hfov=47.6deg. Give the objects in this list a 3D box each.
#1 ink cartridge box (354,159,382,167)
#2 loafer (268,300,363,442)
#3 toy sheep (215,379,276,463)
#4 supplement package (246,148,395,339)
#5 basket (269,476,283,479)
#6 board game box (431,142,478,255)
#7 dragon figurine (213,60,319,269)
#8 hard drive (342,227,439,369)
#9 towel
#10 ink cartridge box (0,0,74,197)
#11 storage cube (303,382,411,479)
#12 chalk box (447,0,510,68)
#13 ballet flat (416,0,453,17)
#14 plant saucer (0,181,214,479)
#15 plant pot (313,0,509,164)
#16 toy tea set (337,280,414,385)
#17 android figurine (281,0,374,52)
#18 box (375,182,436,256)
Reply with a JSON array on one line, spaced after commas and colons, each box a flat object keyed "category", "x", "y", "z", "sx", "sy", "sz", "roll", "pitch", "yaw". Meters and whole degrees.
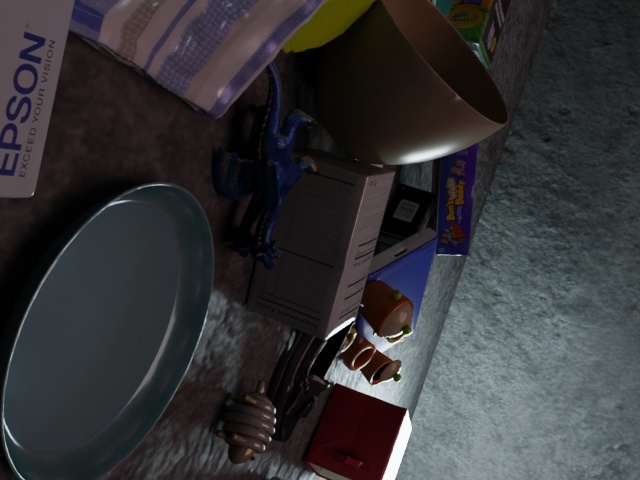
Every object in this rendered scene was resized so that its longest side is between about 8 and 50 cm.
[{"category": "ink cartridge box", "x": 0.081, "y": -0.185, "z": 1.260, "sx": 0.235, "sy": 0.056, "sz": 0.171, "roll": -69, "pitch": 161, "yaw": 1}, {"category": "loafer", "x": -0.014, "y": 0.224, "z": 1.303, "sx": 0.302, "sy": 0.095, "sz": 0.109, "roll": -70, "pitch": 161, "yaw": -6}, {"category": "toy sheep", "x": -0.109, "y": 0.276, "z": 1.108, "sx": 0.091, "sy": 0.091, "sz": 0.132, "roll": 69, "pitch": 37, "yaw": -61}, {"category": "supplement package", "x": 0.000, "y": 0.000, "z": 1.072, "sx": 0.134, "sy": 0.139, "sz": 0.244, "roll": -19, "pitch": 126, "yaw": -66}, {"category": "basket", "x": 0.014, "y": 0.681, "z": 1.459, "sx": 0.266, "sy": 0.328, "sz": 0.331, "roll": -62, "pitch": 159, "yaw": -17}, {"category": "board game box", "x": 0.307, "y": -0.172, "z": 1.686, "sx": 0.233, "sy": 0.078, "sz": 0.347, "roll": -81, "pitch": 170, "yaw": -61}, {"category": "dragon figurine", "x": -0.071, "y": -0.089, "z": 0.874, "sx": 0.289, "sy": 0.085, "sz": 0.144, "roll": 86, "pitch": 28, "yaw": -50}, {"category": "hard drive", "x": 0.151, "y": 0.135, "z": 1.611, "sx": 0.210, "sy": 0.040, "sz": 0.318, "roll": -27, "pitch": 143, "yaw": -29}, {"category": "towel", "x": -0.095, "y": -0.221, "z": 0.639, "sx": 0.209, "sy": 0.034, "sz": 0.285, "roll": -46, "pitch": 162, "yaw": 8}, {"category": "ink cartridge box", "x": -0.239, "y": -0.184, "z": 0.348, "sx": 0.330, "sy": 0.071, "sz": 0.324, "roll": -9, "pitch": 115, "yaw": -71}, {"category": "storage cube", "x": 0.092, "y": 0.474, "z": 1.694, "sx": 0.215, "sy": 0.184, "sz": 0.193, "roll": 69, "pitch": 41, "yaw": -60}, {"category": "chalk box", "x": 0.228, "y": -0.416, "z": 1.276, "sx": 0.180, "sy": 0.179, "sz": 0.289, "roll": 6, "pitch": 103, "yaw": -72}, {"category": "ballet flat", "x": 0.191, "y": -0.538, "z": 1.115, "sx": 0.409, "sy": 0.147, "sz": 0.147, "roll": -68, "pitch": 162, "yaw": 12}, {"category": "plant saucer", "x": -0.208, "y": 0.090, "z": 0.722, "sx": 0.317, "sy": 0.044, "sz": 0.317, "roll": -55, "pitch": 155, "yaw": -40}, {"category": "plant pot", "x": 0.101, "y": -0.218, "z": 1.031, "sx": 0.191, "sy": 0.284, "sz": 0.284, "roll": -38, "pitch": 178, "yaw": 29}, {"category": "toy tea set", "x": 0.131, "y": 0.218, "z": 1.519, "sx": 0.200, "sy": 0.124, "sz": 0.336, "roll": -46, "pitch": 148, "yaw": -3}, {"category": "android figurine", "x": 0.006, "y": -0.310, "z": 0.787, "sx": 0.248, "sy": 0.056, "sz": 0.273, "roll": -36, "pitch": 164, "yaw": -17}, {"category": "box", "x": 0.195, "y": -0.017, "z": 1.674, "sx": 0.158, "sy": 0.093, "sz": 0.156, "roll": 86, "pitch": 29, "yaw": -51}]
